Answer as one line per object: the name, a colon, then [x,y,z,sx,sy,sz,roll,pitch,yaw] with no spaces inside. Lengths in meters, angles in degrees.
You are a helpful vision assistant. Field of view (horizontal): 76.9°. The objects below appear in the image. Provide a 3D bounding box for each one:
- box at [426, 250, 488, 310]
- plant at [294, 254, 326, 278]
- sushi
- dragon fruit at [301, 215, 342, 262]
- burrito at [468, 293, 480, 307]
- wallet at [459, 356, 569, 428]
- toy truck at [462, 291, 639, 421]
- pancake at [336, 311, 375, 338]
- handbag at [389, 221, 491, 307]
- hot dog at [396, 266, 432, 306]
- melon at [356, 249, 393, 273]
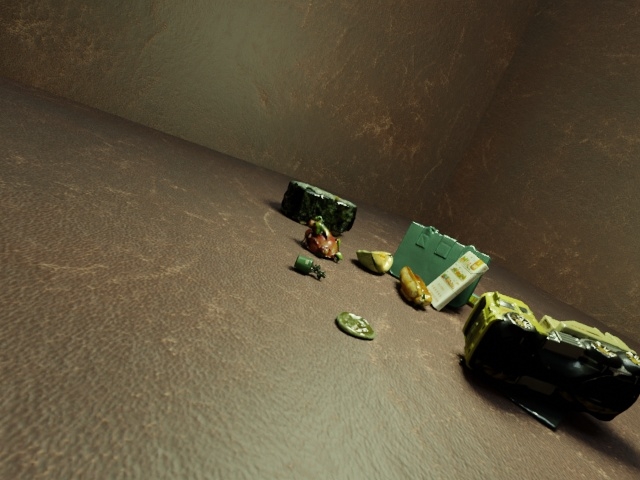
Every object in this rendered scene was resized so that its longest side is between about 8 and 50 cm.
box: [0.467,0.139,1.406,0.032,0.220,0.122,44,10,-20]
plant: [-0.026,0.080,1.191,0.102,0.051,0.051,26,13,-6]
sushi: [-0.009,-0.146,1.848,0.351,0.170,0.211,24,11,2]
dragon fruit: [0.000,0.000,1.454,0.143,0.174,0.138,-8,5,-2]
burrito: [0.596,0.213,1.688,0.104,0.054,0.288,12,17,-39]
wallet: [0.536,0.357,1.059,0.323,0.041,0.247,3,23,-47]
toy truck: [0.564,0.268,0.999,0.406,0.180,0.254,18,22,0]
pancake: [0.083,0.202,0.965,0.108,0.017,0.108,25,14,-7]
handbag: [0.445,0.089,1.531,0.327,0.238,0.089,30,5,29]
hot dog: [0.319,0.165,1.396,0.104,0.076,0.250,41,14,-10]
melon: [0.198,0.079,1.535,0.128,0.078,0.160,10,4,38]
